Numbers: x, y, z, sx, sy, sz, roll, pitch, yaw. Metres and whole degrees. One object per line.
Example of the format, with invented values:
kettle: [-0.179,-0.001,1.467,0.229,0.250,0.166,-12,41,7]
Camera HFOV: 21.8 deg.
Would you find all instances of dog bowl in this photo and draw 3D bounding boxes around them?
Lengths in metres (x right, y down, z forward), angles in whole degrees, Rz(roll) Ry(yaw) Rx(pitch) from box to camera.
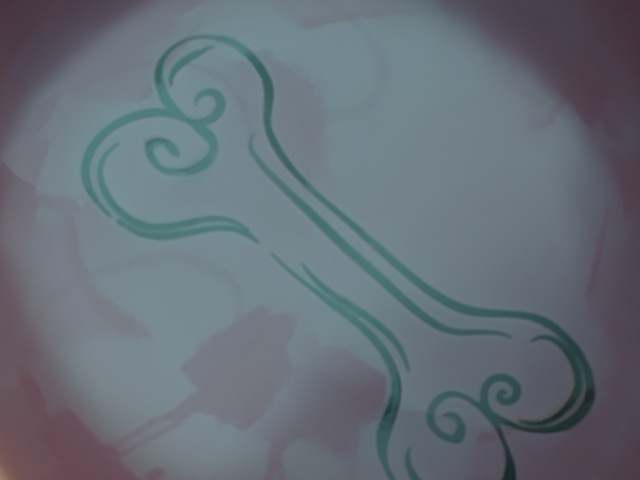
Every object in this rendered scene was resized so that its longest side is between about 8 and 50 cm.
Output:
dog bowl: [0.000,0.000,0.435,0.408,0.150,0.408,1,69,-2]
